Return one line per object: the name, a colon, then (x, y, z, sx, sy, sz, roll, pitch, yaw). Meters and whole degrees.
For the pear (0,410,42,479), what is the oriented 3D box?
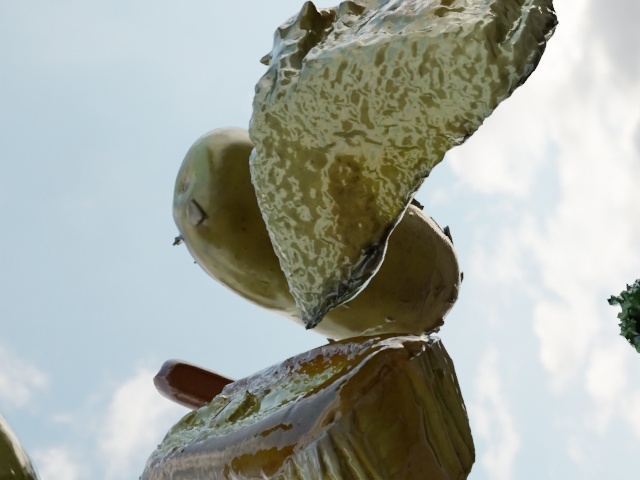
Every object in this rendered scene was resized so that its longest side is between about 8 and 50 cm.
pear: (-0.313, 0.212, 0.789, 0.304, 0.304, 0.303, 3, -93, -61)

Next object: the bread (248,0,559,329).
bread: (0.024, -0.081, 0.751, 0.133, 0.251, 0.174, 31, -140, -6)

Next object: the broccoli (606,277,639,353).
broccoli: (0.283, 0.087, 0.679, 0.269, 0.261, 0.241, 44, -94, -8)

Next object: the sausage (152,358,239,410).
sausage: (-0.091, 0.144, 1.163, 0.131, 0.039, 0.041, 22, -109, -12)

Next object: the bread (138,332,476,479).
bread: (-0.017, 0.155, 0.913, 0.152, 0.288, 0.119, -36, -83, -33)

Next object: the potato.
potato: (0.000, 0.000, 1.139, 0.300, 0.140, 0.173, 23, -144, -29)
